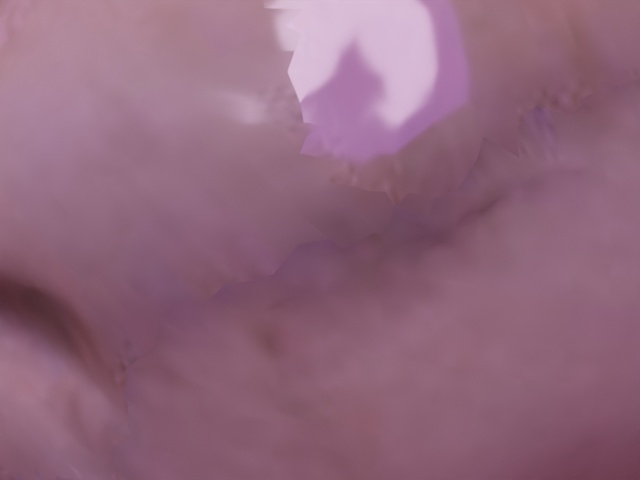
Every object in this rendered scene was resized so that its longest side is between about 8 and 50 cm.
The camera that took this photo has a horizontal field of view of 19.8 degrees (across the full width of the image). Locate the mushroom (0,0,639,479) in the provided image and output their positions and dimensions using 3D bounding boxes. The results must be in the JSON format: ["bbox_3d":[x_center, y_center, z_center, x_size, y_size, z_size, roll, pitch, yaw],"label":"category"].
[{"bbox_3d":[0.007,0.031,0.542,0.315,0.356,0.315,6,76,-24],"label":"mushroom"}]
